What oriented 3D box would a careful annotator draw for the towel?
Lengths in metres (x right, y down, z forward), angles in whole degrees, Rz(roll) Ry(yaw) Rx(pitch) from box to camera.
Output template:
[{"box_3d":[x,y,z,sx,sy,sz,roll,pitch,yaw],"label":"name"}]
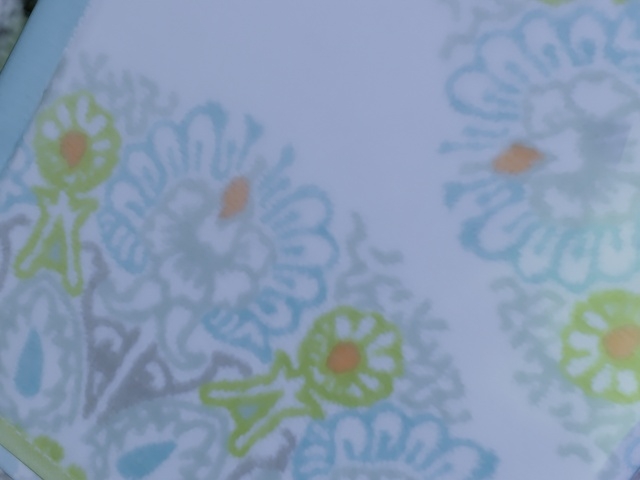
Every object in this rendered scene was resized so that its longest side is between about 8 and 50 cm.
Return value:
[{"box_3d":[0.000,0.000,0.437,0.320,0.090,0.374,36,104,10],"label":"towel"}]
